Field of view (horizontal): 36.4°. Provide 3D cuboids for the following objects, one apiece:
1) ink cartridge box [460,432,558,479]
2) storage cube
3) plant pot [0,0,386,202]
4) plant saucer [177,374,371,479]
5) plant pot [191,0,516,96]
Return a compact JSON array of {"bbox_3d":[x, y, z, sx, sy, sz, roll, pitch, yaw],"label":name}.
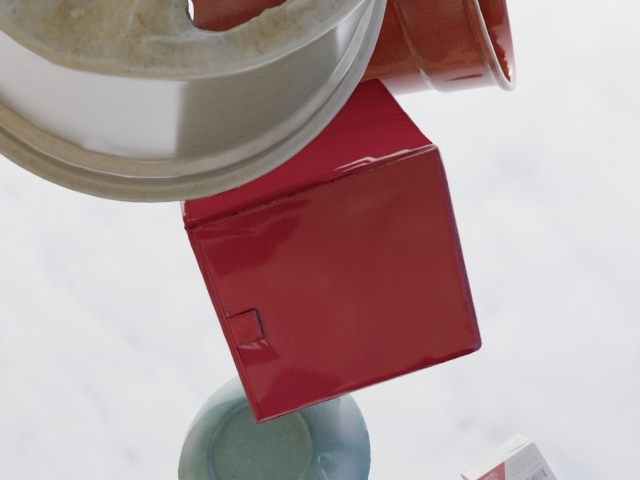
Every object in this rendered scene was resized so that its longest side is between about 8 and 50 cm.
[{"bbox_3d":[0.315,0.409,1.467,0.198,0.115,0.067,58,-8,-4],"label":"ink cartridge box"},{"bbox_3d":[0.000,0.000,0.799,0.183,0.193,0.215,-115,-172,-62],"label":"storage cube"},{"bbox_3d":[-0.085,-0.181,0.513,0.333,0.334,0.305,66,-9,-8],"label":"plant pot"},{"bbox_3d":[-0.051,0.201,0.904,0.195,0.195,0.037,39,-8,30],"label":"plant saucer"},{"bbox_3d":[0.026,-0.245,0.940,0.265,0.272,0.272,-12,-72,19],"label":"plant pot"}]
